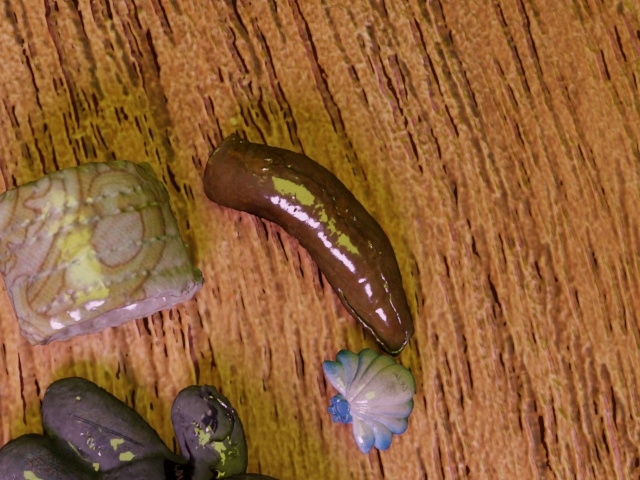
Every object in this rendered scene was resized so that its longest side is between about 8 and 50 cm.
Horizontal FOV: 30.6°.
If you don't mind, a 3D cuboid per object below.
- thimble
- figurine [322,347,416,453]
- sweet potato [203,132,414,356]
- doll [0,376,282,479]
[{"bbox_3d":[-0.214,0.009,1.126,0.191,0.137,0.143,-16,81,-24],"label":"thimble"},{"bbox_3d":[0.056,0.155,1.181,0.114,0.079,0.114,26,42,-26],"label":"figurine"},{"bbox_3d":[0.001,-0.002,1.203,0.112,0.085,0.286,-41,98,15],"label":"sweet potato"},{"bbox_3d":[-0.139,0.251,1.072,0.340,0.158,0.246,38,62,3],"label":"doll"}]
